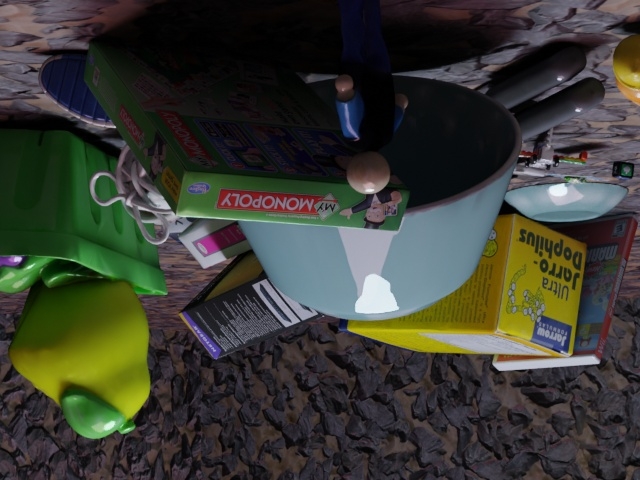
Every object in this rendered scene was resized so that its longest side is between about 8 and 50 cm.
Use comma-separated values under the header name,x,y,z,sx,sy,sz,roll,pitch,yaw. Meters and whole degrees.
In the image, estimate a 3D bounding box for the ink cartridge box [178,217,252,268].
name,x,y,z,sx,sy,sz,roll,pitch,yaw
ink cartridge box,-0.046,-0.063,1.926,0.176,0.069,0.371,-42,-174,-22

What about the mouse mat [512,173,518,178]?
name,x,y,z,sx,sy,sz,roll,pitch,yaw
mouse mat,0.153,-0.062,2.093,0.190,0.007,0.152,-17,-171,-17

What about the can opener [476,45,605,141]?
name,x,y,z,sx,sy,sz,roll,pitch,yaw
can opener,0.231,-0.155,1.706,0.095,0.076,0.283,-32,-177,-22

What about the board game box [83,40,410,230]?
name,x,y,z,sx,sy,sz,roll,pitch,yaw
board game box,-0.078,-0.103,1.459,0.214,0.046,0.317,3,-155,-25

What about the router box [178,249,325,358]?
name,x,y,z,sx,sy,sz,roll,pitch,yaw
router box,0.000,0.000,1.914,0.243,0.081,0.309,-26,-164,51

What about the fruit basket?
name,x,y,z,sx,sy,sz,roll,pitch,yaw
fruit basket,-0.342,0.063,1.980,0.283,0.392,0.392,3,173,14

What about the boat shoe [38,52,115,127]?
name,x,y,z,sx,sy,sz,roll,pitch,yaw
boat shoe,-0.203,-0.148,1.618,0.183,0.066,0.066,18,-170,-18

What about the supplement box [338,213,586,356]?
name,x,y,z,sx,sy,sz,roll,pitch,yaw
supplement box,0.230,0.077,2.585,0.194,0.195,0.357,19,166,-41

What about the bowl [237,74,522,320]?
name,x,y,z,sx,sy,sz,roll,pitch,yaw
bowl,0.050,-0.033,1.591,0.312,0.163,0.311,-4,-150,2

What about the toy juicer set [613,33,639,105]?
name,x,y,z,sx,sy,sz,roll,pitch,yaw
toy juicer set,0.394,-0.175,1.498,0.209,0.089,0.329,13,178,-8

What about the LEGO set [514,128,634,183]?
name,x,y,z,sx,sy,sz,roll,pitch,yaw
LEGO set,0.283,-0.113,2.056,0.244,0.060,0.182,7,179,43

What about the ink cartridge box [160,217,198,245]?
name,x,y,z,sx,sy,sz,roll,pitch,yaw
ink cartridge box,-0.131,-0.032,2.440,0.333,0.065,0.165,-1,172,7

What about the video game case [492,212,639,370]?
name,x,y,z,sx,sy,sz,roll,pitch,yaw
video game case,0.410,0.086,2.620,0.204,0.285,0.025,-9,139,42

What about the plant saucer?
name,x,y,z,sx,sy,sz,roll,pitch,yaw
plant saucer,0.379,-0.055,2.423,0.195,0.037,0.195,0,171,0

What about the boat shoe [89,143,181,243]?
name,x,y,z,sx,sy,sz,roll,pitch,yaw
boat shoe,-0.186,-0.073,1.816,0.156,0.135,0.367,-28,-175,-15

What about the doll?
name,x,y,z,sx,sy,sz,roll,pitch,yaw
doll,0.040,-0.133,1.344,0.046,0.189,0.129,-9,168,26
